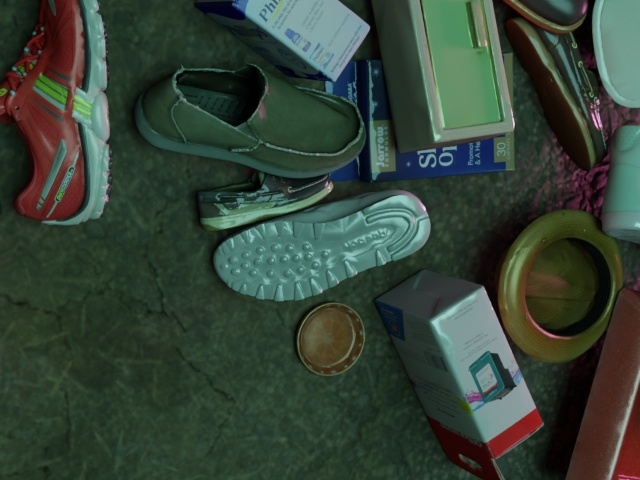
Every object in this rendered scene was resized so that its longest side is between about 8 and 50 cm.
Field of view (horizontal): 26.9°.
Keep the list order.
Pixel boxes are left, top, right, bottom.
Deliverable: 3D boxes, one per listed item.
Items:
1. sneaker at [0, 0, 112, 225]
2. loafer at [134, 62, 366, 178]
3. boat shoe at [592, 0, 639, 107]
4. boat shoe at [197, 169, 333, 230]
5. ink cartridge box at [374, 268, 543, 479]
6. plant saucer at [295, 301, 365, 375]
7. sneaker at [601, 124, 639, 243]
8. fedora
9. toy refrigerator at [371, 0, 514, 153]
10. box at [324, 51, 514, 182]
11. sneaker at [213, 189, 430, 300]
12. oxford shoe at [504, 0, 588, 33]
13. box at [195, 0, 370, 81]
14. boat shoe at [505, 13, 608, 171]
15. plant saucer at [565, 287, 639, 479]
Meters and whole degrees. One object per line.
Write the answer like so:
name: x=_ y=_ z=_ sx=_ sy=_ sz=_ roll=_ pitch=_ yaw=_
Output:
sneaker: x=-0.265 y=-0.151 z=1.290 sx=0.118 sy=0.107 sz=0.279 roll=-4 pitch=97 yaw=-15
loafer: x=-0.061 y=-0.126 z=1.376 sx=0.251 sy=0.087 sz=0.094 roll=2 pitch=64 yaw=-24
boat shoe: x=0.371 y=-0.314 z=1.552 sx=0.116 sy=0.099 sz=0.319 roll=0 pitch=95 yaw=7
boat shoe: x=-0.058 y=-0.052 z=1.421 sx=0.152 sy=0.056 sz=0.049 roll=-20 pitch=110 yaw=-21
ink cartridge box: x=0.163 y=0.156 z=1.509 sx=0.078 sy=0.134 sz=0.231 roll=-31 pitch=110 yaw=-18
plant saucer: x=0.010 y=0.110 z=1.498 sx=0.083 sy=0.013 sz=0.083 roll=-3 pitch=98 yaw=-23
sneaker: x=0.428 y=-0.062 z=1.606 sx=0.256 sy=0.094 sz=0.151 roll=16 pitch=76 yaw=-48
fedora: x=0.266 y=0.049 z=1.566 sx=0.194 sy=0.079 sz=0.194 roll=-7 pitch=103 yaw=-32
toy refrigerator: x=0.123 y=-0.237 z=1.428 sx=0.102 sy=0.094 sz=0.269 roll=-9 pitch=89 yaw=-24
box: x=0.114 y=-0.137 z=1.500 sx=0.225 sy=0.036 sz=0.136 roll=-6 pitch=100 yaw=-23
sneaker: x=0.000 y=0.000 z=1.445 sx=0.235 sy=0.095 sz=0.090 roll=-12 pitch=108 yaw=-3
oxford shoe: x=0.216 y=-0.346 z=1.457 sx=0.097 sy=0.098 sz=0.271 roll=-41 pitch=101 yaw=-21
box: x=-0.041 y=-0.229 z=1.365 sx=0.137 sy=0.126 sz=0.072 roll=35 pitch=84 yaw=-24
boat shoe: x=0.290 y=-0.183 z=1.553 sx=0.073 sy=0.073 sz=0.207 roll=-32 pitch=109 yaw=-15
plant saucer: x=0.423 y=0.206 z=1.646 sx=0.259 sy=0.048 sz=0.258 roll=15 pitch=91 yaw=-43
